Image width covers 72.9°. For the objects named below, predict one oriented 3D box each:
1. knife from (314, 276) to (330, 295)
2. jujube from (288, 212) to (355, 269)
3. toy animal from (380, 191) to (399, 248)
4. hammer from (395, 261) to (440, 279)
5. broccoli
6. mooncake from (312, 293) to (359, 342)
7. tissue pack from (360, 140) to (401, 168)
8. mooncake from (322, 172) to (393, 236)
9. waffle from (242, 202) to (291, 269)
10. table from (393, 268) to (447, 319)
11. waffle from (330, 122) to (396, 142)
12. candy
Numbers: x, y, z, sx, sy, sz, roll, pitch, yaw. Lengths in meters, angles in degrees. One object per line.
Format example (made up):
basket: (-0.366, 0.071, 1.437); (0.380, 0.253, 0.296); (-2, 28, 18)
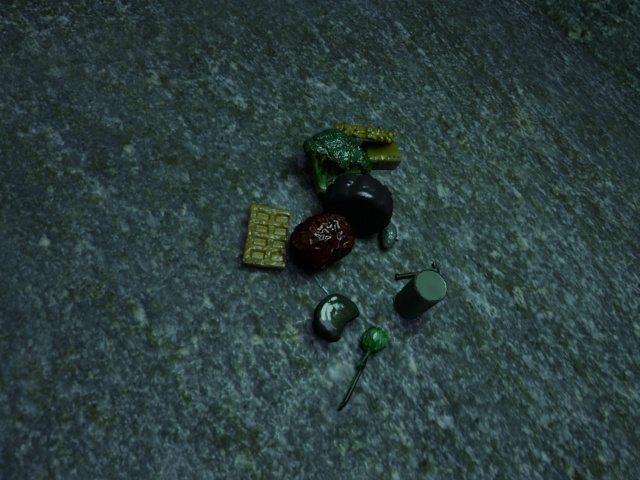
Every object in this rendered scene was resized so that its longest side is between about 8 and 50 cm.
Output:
knife: (0.006, 0.177, 1.669); (0.014, 0.005, 0.091); (-31, 73, -27)
jujube: (0.000, 0.000, 1.644); (0.232, 0.213, 0.212); (-27, 72, -24)
toy animal: (0.292, -0.076, 1.830); (0.070, 0.079, 0.252); (24, 59, -26)
hammer: (0.400, 0.140, 1.774); (0.201, 0.021, 0.078); (-8, 65, -17)
broccoli: (0.060, -0.323, 1.807); (0.309, 0.308, 0.274); (6, 91, -10)
mooncake: (0.056, 0.283, 1.570); (0.175, 0.104, 0.168); (-10, 62, -20)
tissue pack: (0.274, -0.394, 1.991); (0.170, 0.082, 0.119); (-2, 61, -15)
mooncake: (0.149, -0.141, 1.718); (0.284, 0.283, 0.141); (18, 55, -4)
waffle: (-0.208, -0.014, 1.690); (0.168, 0.057, 0.273); (8, 61, -9)
table: (0.368, 0.205, 1.617); (0.127, 0.220, 0.126); (6, 62, -11)
waffle: (0.189, -0.483, 1.917); (0.294, 0.068, 0.259); (9, 16, 8)
candy: (0.142, 0.448, 1.527); (0.097, 0.097, 0.323); (30, 67, 3)
